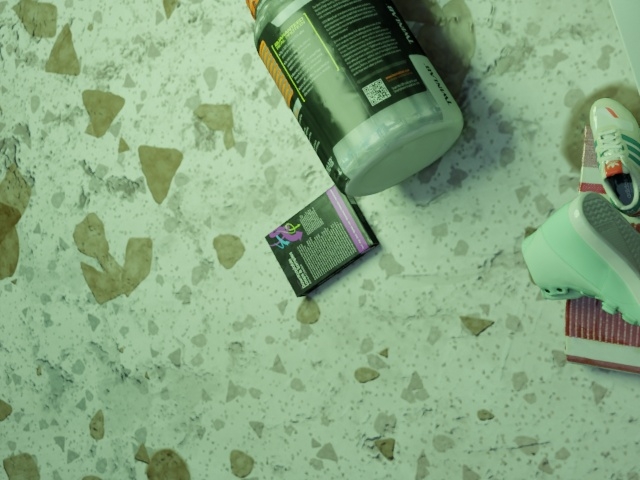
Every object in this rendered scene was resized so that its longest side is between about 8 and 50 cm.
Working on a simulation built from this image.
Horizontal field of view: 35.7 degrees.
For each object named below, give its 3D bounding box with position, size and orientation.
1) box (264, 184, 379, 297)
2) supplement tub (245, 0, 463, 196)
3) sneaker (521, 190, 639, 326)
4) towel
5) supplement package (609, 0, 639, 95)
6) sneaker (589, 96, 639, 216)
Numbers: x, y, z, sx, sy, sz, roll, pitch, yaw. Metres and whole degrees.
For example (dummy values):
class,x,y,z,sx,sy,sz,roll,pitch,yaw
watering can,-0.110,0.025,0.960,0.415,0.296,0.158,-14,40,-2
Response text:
class,x,y,z,sx,sy,sz,roll,pitch,yaw
box,0.000,0.000,1.555,0.162,0.029,0.116,-35,74,24
supplement tub,0.039,-0.250,1.427,0.207,0.207,0.338,-36,75,25
sneaker,0.375,0.063,1.286,0.256,0.094,0.151,49,143,-1
towel,0.450,0.016,1.301,0.237,0.037,0.328,7,96,27
supplement package,0.468,-0.260,1.161,0.204,0.145,0.261,-13,116,29
sneaker,0.381,-0.108,1.267,0.057,0.075,0.161,-16,86,27
